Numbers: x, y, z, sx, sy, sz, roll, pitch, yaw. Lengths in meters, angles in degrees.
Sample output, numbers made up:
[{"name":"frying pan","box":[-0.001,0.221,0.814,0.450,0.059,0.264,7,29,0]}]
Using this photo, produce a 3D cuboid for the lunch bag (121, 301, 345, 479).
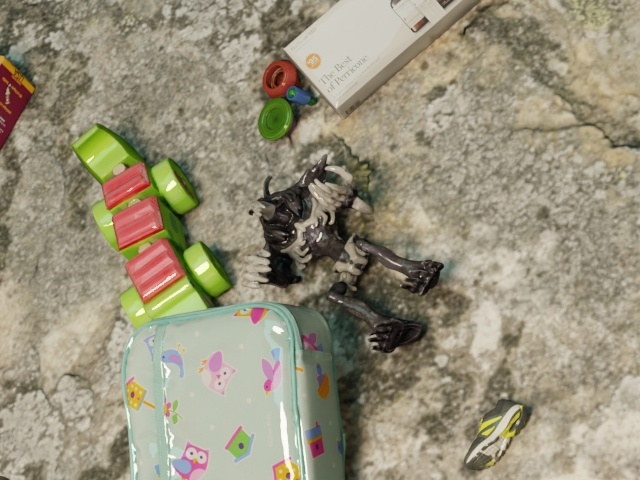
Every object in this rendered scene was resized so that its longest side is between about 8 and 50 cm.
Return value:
[{"name":"lunch bag","box":[-0.093,0.208,1.830,0.224,0.108,0.279,-9,78,25]}]

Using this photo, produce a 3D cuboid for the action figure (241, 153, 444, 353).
[{"name":"action figure","box":[0.000,0.000,1.930,0.276,0.141,0.164,33,93,35]}]

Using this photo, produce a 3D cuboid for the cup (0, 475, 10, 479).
[{"name":"cup","box":[-0.319,0.431,1.766,0.237,0.331,0.331,34,81,13]}]

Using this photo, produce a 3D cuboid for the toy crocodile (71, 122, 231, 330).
[{"name":"toy crocodile","box":[-0.190,0.002,2.045,0.115,0.105,0.340,-31,54,9]}]

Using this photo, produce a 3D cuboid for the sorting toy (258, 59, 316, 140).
[{"name":"sorting toy","box":[-0.037,-0.161,2.106,0.061,0.042,0.102,-11,69,39]}]

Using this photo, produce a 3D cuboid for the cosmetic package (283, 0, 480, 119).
[{"name":"cosmetic package","box":[0.081,-0.255,2.061,0.239,0.060,0.099,-41,75,0]}]

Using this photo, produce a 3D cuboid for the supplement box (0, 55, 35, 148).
[{"name":"supplement box","box":[-0.458,-0.144,2.279,0.104,0.081,0.188,16,71,32]}]

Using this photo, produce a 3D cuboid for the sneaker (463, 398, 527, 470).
[{"name":"sneaker","box":[0.170,0.193,1.803,0.083,0.031,0.035,-46,39,-8]}]
